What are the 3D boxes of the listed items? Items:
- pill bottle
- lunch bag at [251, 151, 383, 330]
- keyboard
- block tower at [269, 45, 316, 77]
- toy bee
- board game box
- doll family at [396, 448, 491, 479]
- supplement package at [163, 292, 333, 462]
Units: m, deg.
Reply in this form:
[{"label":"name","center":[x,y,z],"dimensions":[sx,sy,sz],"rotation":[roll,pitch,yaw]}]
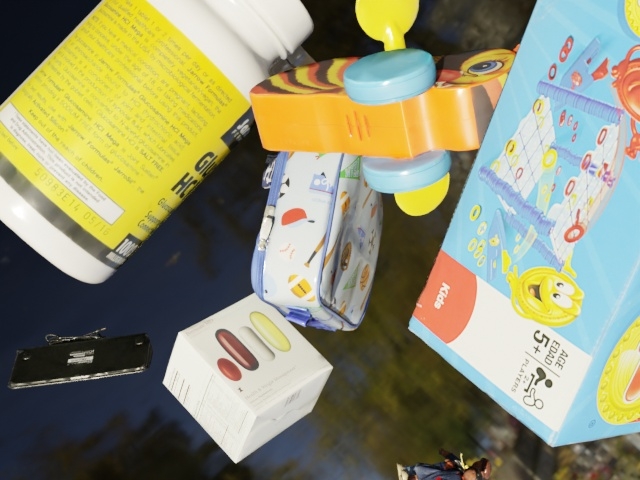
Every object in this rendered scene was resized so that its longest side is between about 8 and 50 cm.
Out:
[{"label":"pill bottle","center":[-0.170,-0.135,0.959],"dimensions":[0.334,0.188,0.188],"rotation":[-47,157,-1]},{"label":"lunch bag","center":[0.000,0.000,1.302],"dimensions":[0.303,0.114,0.243],"rotation":[42,59,-70]},{"label":"keyboard","center":[-0.319,0.164,1.341],"dimensions":[0.192,0.100,0.038],"rotation":[-7,127,3]},{"label":"block tower","center":[-0.153,-0.382,1.570],"dimensions":[0.091,0.335,0.097],"rotation":[-42,170,7]},{"label":"toy bee","center":[0.096,-0.101,0.785],"dimensions":[0.162,0.298,0.195],"rotation":[-35,145,-36]},{"label":"board game box","center":[0.220,-0.074,0.426],"dimensions":[0.308,0.086,0.302],"rotation":[1,117,-39]},{"label":"doll family","center":[0.153,0.294,1.114],"dimensions":[0.111,0.193,0.076],"rotation":[-10,129,-2]},{"label":"supplement package","center":[-0.128,0.235,1.733],"dimensions":[0.194,0.203,0.149],"rotation":[-28,152,-41]}]
